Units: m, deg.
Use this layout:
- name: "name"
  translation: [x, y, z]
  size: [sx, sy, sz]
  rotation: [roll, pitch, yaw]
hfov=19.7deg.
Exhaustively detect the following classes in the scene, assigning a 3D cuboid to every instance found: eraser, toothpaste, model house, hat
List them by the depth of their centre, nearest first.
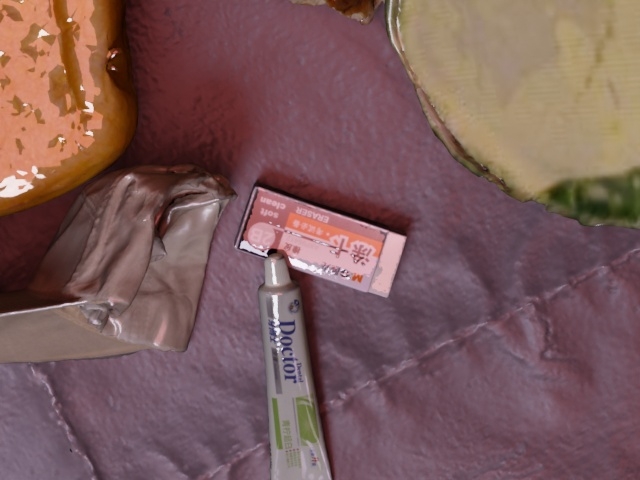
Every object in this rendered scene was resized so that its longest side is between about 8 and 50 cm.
- name: "model house"
  translation: [0.221, -0.205, 1.259]
  size: [0.266, 0.261, 0.321]
  rotation: [-23, 112, -34]
- name: "hat"
  translation: [-0.188, 0.012, 1.305]
  size: [0.244, 0.214, 0.149]
  rotation: [7, 79, 6]
- name: "eraser"
  translation: [0.000, 0.000, 1.372]
  size: [0.122, 0.029, 0.052]
  rotation: [18, 99, -3]
- name: "toothpaste"
  translation: [-0.023, 0.103, 1.380]
  size: [0.048, 0.029, 0.197]
  rotation: [-6, 108, 0]

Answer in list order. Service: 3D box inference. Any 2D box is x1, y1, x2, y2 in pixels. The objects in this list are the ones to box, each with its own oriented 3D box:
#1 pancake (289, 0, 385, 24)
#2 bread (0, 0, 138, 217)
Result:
- name: "pancake"
  translation: [0.021, -0.263, 1.283]
  size: [0.257, 0.056, 0.212]
  rotation: [19, 92, -37]
- name: "bread"
  translation: [-0.296, -0.172, 1.291]
  size: [0.328, 0.148, 0.337]
  rotation: [-13, 102, -4]
